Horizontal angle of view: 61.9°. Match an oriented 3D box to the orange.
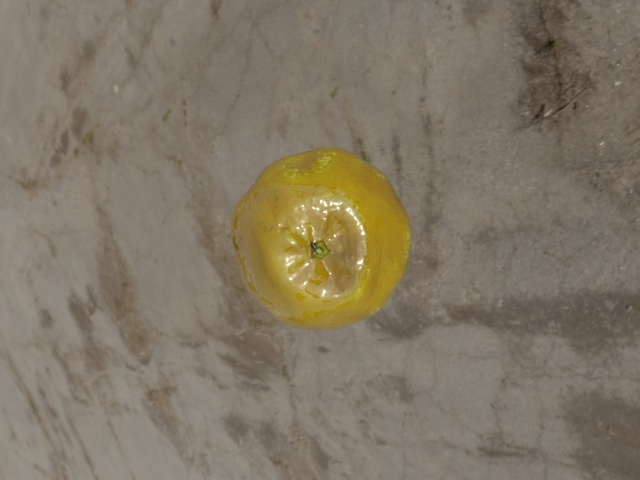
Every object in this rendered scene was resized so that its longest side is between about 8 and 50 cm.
[{"bbox_3d":[0.000,0.000,0.808,0.278,0.235,0.279,1,96,12],"label":"orange"}]
